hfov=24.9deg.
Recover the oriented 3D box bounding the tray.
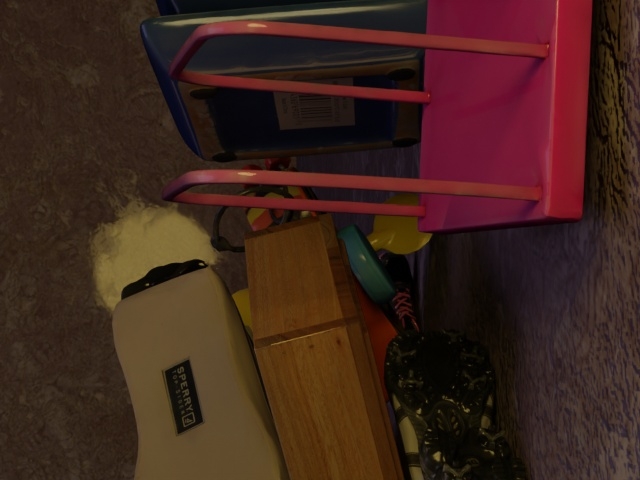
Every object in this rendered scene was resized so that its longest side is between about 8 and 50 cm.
[{"bbox_3d":[0.033,0.207,1.035,0.203,0.076,0.411,-104,-1,-69],"label":"tray"}]

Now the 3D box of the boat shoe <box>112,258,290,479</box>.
[{"bbox_3d":[-0.060,0.180,1.041,0.158,0.127,0.340,57,-163,-46],"label":"boat shoe"}]

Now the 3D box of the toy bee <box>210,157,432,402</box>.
[{"bbox_3d":[0.000,0.000,1.203,0.298,0.195,0.162,82,168,-45],"label":"toy bee"}]

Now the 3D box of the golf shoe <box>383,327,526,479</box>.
[{"bbox_3d":[0.080,0.135,0.959,0.198,0.077,0.094,-96,8,-58],"label":"golf shoe"}]

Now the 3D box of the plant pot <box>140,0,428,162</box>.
[{"bbox_3d":[-0.015,-0.185,1.038,0.236,0.236,0.212,82,-175,-73],"label":"plant pot"}]

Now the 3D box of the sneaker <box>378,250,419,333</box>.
[{"bbox_3d":[0.073,0.069,1.318,0.057,0.047,0.119,6,98,63],"label":"sneaker"}]

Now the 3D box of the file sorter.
[{"bbox_3d":[0.019,-0.156,0.748,0.202,0.182,0.291,173,100,-77],"label":"file sorter"}]
